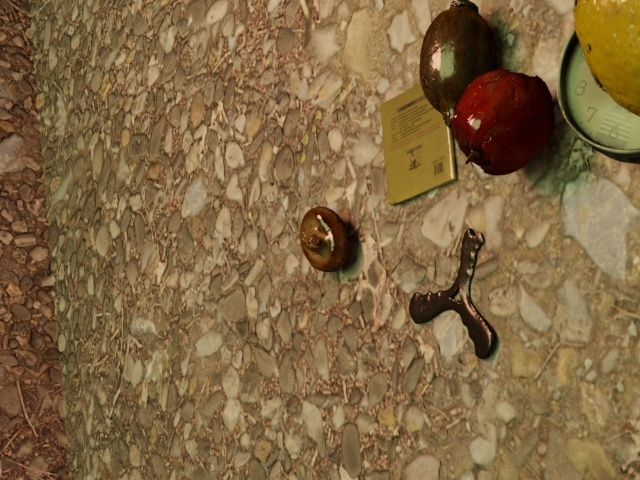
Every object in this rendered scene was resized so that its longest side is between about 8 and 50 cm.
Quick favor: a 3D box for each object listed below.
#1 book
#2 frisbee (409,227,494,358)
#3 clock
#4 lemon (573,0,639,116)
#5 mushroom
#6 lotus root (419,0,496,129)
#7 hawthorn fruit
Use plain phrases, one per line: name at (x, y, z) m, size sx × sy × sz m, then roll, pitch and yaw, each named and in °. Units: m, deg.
book at (0.162, -0.169, 1.689) m, size 0.168 × 0.013 × 0.192 m, roll -22°, pitch 66°, yaw 51°
frisbee at (0.215, 0.072, 1.571) m, size 0.211 × 0.012 × 0.187 m, roll 20°, pitch 100°, yaw 56°
clock at (0.406, -0.210, 1.260) m, size 0.226 × 0.049 × 0.226 m, roll -7°, pitch 79°, yaw 38°
lemon at (0.419, -0.254, 1.063) m, size 0.310 × 0.258 × 0.258 m, roll -13°, pitch 74°, yaw 41°
mushroom at (0.008, -0.002, 1.822) m, size 0.109 × 0.085 × 0.126 m, roll 101°, pitch 153°, yaw -74°
lotus root at (0.209, -0.270, 1.555) m, size 0.120 × 0.120 × 0.210 m, roll -6°, pitch 79°, yaw 55°
hawthorn fruit at (0.252, -0.159, 1.425) m, size 0.148 × 0.148 × 0.172 m, roll -15°, pitch 34°, yaw 54°
